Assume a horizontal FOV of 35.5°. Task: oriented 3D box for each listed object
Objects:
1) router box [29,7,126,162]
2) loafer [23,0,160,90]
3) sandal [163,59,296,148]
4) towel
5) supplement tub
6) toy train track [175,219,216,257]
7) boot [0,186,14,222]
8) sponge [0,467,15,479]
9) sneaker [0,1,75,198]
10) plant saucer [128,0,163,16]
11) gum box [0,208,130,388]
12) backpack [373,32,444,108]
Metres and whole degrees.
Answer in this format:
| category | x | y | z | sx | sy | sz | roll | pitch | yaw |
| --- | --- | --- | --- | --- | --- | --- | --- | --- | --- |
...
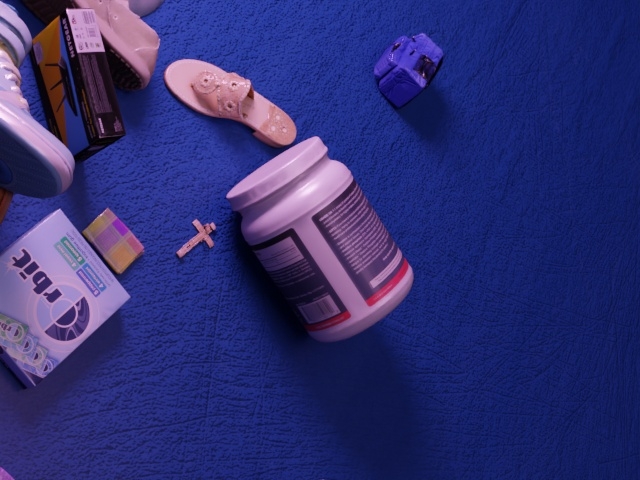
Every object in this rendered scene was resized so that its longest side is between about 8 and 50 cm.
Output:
| category | x | y | z | sx | sy | sz | roll | pitch | yaw |
| --- | --- | --- | --- | --- | --- | --- | --- | --- | --- |
| router box | -0.333 | -0.206 | 1.358 | 0.046 | 0.133 | 0.179 | -12 | 85 | -40 |
| loafer | -0.331 | -0.333 | 1.424 | 0.268 | 0.102 | 0.092 | 50 | 51 | -28 |
| sandal | -0.122 | -0.226 | 1.566 | 0.240 | 0.079 | 0.088 | 28 | 62 | -29 |
| towel | -0.292 | 0.002 | 1.413 | 0.083 | 0.009 | 0.060 | 51 | 53 | -15 |
| supplement tub | 0.000 | 0.000 | 1.525 | 0.191 | 0.191 | 0.272 | -42 | 105 | -38 |
| toy train track | -0.184 | -0.002 | 1.496 | 0.083 | 0.014 | 0.048 | -43 | 105 | -37 |
| boot | -0.515 | -0.032 | 1.200 | 0.220 | 0.109 | 0.283 | 38 | 64 | -20 |
| sponge | -0.470 | 0.268 | 1.183 | 0.210 | 0.031 | 0.117 | 49 | 53 | -16 |
| sneaker | -0.398 | -0.200 | 1.255 | 0.319 | 0.127 | 0.208 | 34 | 50 | 6 |
| plant saucer | -0.303 | -0.433 | 1.509 | 0.195 | 0.037 | 0.195 | 11 | 71 | -36 |
| gum box | -0.365 | 0.074 | 1.314 | 0.157 | 0.041 | 0.184 | 54 | 53 | -13 |
| backpack | 0.163 | -0.320 | 1.806 | 0.101 | 0.098 | 0.120 | 46 | 55 | -15 |
